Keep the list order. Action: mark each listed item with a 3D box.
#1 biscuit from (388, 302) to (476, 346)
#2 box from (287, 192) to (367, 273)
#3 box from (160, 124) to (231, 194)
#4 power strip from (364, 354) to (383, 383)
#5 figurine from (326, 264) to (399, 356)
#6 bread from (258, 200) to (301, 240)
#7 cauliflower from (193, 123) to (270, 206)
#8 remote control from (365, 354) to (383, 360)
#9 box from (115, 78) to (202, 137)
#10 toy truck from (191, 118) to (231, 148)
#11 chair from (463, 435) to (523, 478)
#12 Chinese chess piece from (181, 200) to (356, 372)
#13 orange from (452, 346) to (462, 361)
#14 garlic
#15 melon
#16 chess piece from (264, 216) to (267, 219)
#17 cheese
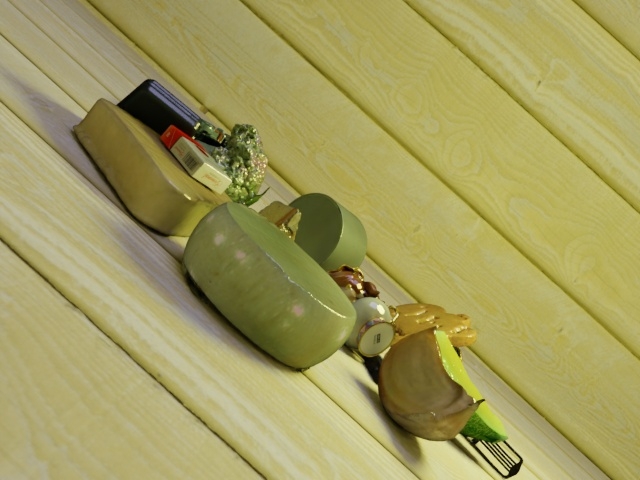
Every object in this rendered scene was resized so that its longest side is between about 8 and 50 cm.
[{"bbox_3d":[0.317,0.256,2.496,0.355,0.275,0.052,-143,-135,-67],"label":"biscuit"},{"bbox_3d":[0.000,0.000,2.264,0.226,0.226,0.149,47,8,37],"label":"box"},{"bbox_3d":[-0.264,-0.171,1.734,0.152,0.048,0.100,45,4,36],"label":"box"},{"bbox_3d":[0.133,0.300,1.916,0.029,0.038,0.111,38,7,-20],"label":"power strip"},{"bbox_3d":[0.079,0.163,2.001,0.189,0.142,0.263,-9,35,-24],"label":"figurine"},{"bbox_3d":[-0.112,-0.025,2.159,0.127,0.152,0.147,39,-2,-33],"label":"bread"},{"bbox_3d":[-0.280,-0.206,2.255,0.315,0.239,0.256,25,33,1],"label":"cauliflower"},{"bbox_3d":[0.185,0.345,1.990,0.261,0.029,0.067,46,6,17],"label":"remote control"},{"bbox_3d":[-0.384,-0.256,1.828,0.160,0.230,0.050,38,50,-26],"label":"box"},{"bbox_3d":[-0.385,-0.310,2.475,0.184,0.133,0.338,35,5,25],"label":"toy truck"},{"bbox_3d":[0.437,0.513,2.118,0.212,0.084,0.101,44,11,20],"label":"chair"},{"bbox_3d":[-0.095,0.084,1.521,0.349,0.146,0.349,42,7,-6],"label":"Chinese chess piece"},{"bbox_3d":[0.361,0.353,2.504,0.156,0.134,0.156,34,-1,0],"label":"orange"},{"bbox_3d":[0.215,0.312,1.674,0.151,0.196,0.338,24,14,-15],"label":"garlic"},{"bbox_3d":[0.322,0.374,1.994,0.323,0.124,0.196,53,-29,13],"label":"melon"},{"bbox_3d":[-0.118,0.034,2.025,0.170,0.094,0.094,50,6,-1],"label":"chess piece"},{"bbox_3d":[-0.359,-0.154,1.706,0.384,0.104,0.384,41,7,-6],"label":"cheese"}]
